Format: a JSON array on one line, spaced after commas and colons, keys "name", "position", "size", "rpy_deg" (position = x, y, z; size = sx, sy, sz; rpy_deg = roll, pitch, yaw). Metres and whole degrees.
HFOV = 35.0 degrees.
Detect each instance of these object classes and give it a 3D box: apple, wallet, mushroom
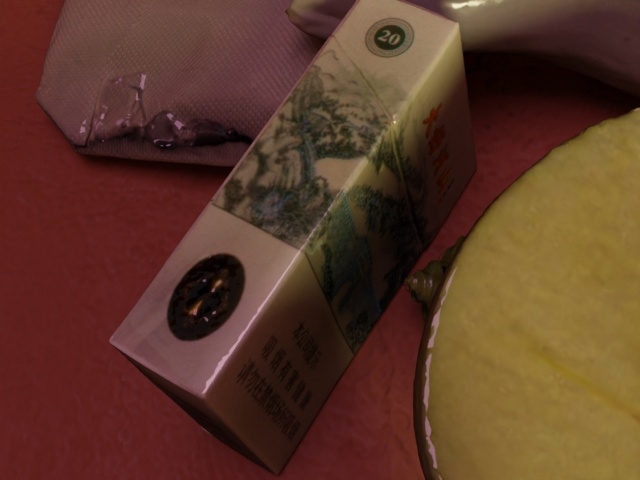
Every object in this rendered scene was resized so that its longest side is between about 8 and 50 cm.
[{"name": "apple", "position": [0.205, 0.093, 0.496], "size": [0.295, 0.233, 0.257], "rpy_deg": [16, 55, 29]}, {"name": "wallet", "position": [-0.063, -0.175, 0.774], "size": [0.335, 0.068, 0.274], "rpy_deg": [7, 62, 21]}, {"name": "mushroom", "position": [0.157, -0.158, 0.666], "size": [0.329, 0.122, 0.159], "rpy_deg": [21, 103, 0]}]

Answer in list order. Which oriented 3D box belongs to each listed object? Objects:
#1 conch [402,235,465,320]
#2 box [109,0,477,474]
[{"name": "conch", "position": [0.109, 0.045, 0.638], "size": [0.121, 0.074, 0.089], "rpy_deg": [16, 83, -5]}, {"name": "box", "position": [0.000, 0.000, 0.616], "size": [0.069, 0.164, 0.256], "rpy_deg": [27, 73, 23]}]
